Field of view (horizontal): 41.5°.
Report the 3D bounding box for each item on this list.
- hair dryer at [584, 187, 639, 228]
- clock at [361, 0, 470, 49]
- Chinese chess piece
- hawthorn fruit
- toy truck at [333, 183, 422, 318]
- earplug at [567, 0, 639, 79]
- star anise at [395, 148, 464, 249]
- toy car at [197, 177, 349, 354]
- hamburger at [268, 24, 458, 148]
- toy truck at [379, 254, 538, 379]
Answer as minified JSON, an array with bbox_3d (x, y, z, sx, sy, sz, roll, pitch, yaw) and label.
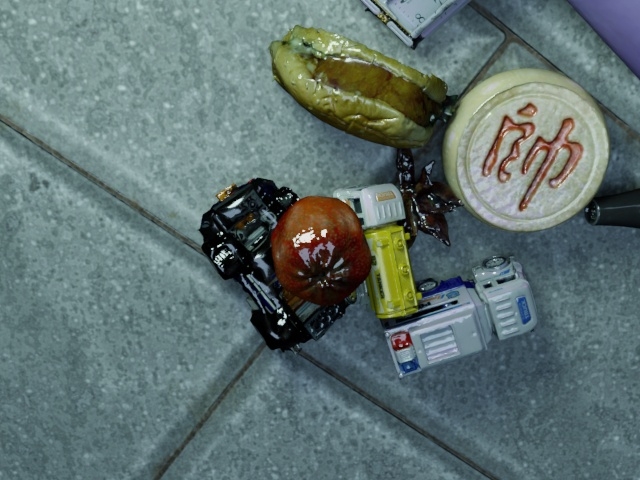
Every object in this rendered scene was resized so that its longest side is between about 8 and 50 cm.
[{"bbox_3d":[0.553,-0.145,1.414,0.236,0.091,0.271,-3,96,-12],"label":"hair dryer"},{"bbox_3d":[0.157,-0.421,1.261,0.186,0.083,0.253,41,134,-14],"label":"clock"},{"bbox_3d":[0.334,-0.146,1.386,0.270,0.112,0.269,0,108,-1],"label":"Chinese chess piece"},{"bbox_3d":[0.000,0.000,1.326,0.157,0.194,0.157,-1,135,-1],"label":"hawthorn fruit"},{"bbox_3d":[0.097,0.016,1.395,0.098,0.114,0.226,-13,93,-38],"label":"toy truck"},{"bbox_3d":[0.423,-0.434,1.244,0.456,0.215,0.215,39,104,-10],"label":"earplug"},{"bbox_3d":[0.173,-0.058,1.411,0.157,0.053,0.212,25,112,32],"label":"star anise"},{"bbox_3d":[-0.074,0.035,1.434,0.193,0.118,0.301,-36,104,-10],"label":"toy car"},{"bbox_3d":[0.061,-0.230,1.296,0.309,0.211,0.132,22,103,-8],"label":"hamburger"},{"bbox_3d":[0.240,0.132,1.457,0.268,0.155,0.124,-18,108,4],"label":"toy truck"}]
